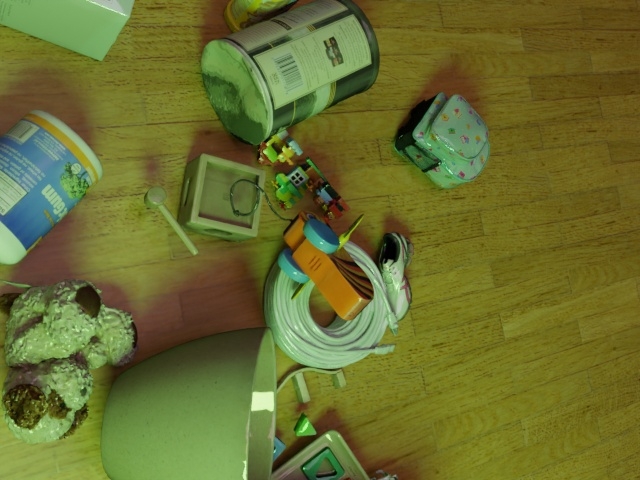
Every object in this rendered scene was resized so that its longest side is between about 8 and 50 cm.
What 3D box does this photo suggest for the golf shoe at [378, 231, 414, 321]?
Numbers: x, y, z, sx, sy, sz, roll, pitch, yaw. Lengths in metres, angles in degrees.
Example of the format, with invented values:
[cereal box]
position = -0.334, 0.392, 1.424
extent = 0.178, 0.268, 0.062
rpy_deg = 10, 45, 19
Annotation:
[golf shoe]
position = 0.145, 0.074, 1.450
extent = 0.086, 0.068, 0.186
rpy_deg = 23, 65, -51

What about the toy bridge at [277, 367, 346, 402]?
[toy bridge]
position = -0.040, 0.281, 1.351
extent = 0.188, 0.026, 0.063
rpy_deg = -15, 88, -30

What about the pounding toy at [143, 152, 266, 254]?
[pounding toy]
position = -0.220, -0.056, 1.258
extent = 0.206, 0.094, 0.181
rpy_deg = 13, 76, -27

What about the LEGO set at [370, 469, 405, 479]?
[LEGO set]
position = 0.164, 0.591, 1.402
extent = 0.132, 0.107, 0.286
rpy_deg = -11, 93, 5

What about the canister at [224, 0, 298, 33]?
[canister]
position = -0.097, -0.464, 1.341
extent = 0.126, 0.170, 0.073
rpy_deg = -32, 99, -29

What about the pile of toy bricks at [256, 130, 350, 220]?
[pile of toy bricks]
position = -0.045, -0.105, 1.370
extent = 0.105, 0.118, 0.212
rpy_deg = -40, 115, 5

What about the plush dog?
[plush dog]
position = -0.414, 0.192, 1.066
extent = 0.211, 0.262, 0.225
rpy_deg = 2, 69, 4

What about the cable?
[cable]
position = 0.014, 0.119, 1.370
extent = 0.257, 0.089, 0.257
rpy_deg = -11, 88, -29

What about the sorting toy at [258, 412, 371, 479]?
[sorting toy]
position = -0.002, 0.477, 1.297
extent = 0.196, 0.047, 0.347
rpy_deg = -34, 101, -8

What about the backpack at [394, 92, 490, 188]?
[backpack]
position = 0.283, -0.212, 1.537
extent = 0.188, 0.144, 0.166
rpy_deg = 45, 59, -20

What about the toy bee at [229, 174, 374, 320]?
[toy bee]
position = 0.000, 0.000, 1.241
extent = 0.162, 0.195, 0.298
rpy_deg = -13, 77, -63

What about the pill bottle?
[pill bottle]
position = -0.481, -0.059, 1.079
extent = 0.152, 0.152, 0.272
rpy_deg = 45, 65, -17

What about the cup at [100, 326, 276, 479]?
[cup]
position = -0.205, 0.299, 1.120
extent = 0.237, 0.331, 0.331
rpy_deg = 2, 81, 4

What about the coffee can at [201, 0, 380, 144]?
[coffee can]
position = -0.055, -0.326, 1.327
extent = 0.275, 0.201, 0.201
rpy_deg = -31, 99, -29

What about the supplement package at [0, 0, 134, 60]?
[supplement package]
position = -0.436, -0.455, 1.132
extent = 0.263, 0.199, 0.198
rpy_deg = 17, 74, -26
